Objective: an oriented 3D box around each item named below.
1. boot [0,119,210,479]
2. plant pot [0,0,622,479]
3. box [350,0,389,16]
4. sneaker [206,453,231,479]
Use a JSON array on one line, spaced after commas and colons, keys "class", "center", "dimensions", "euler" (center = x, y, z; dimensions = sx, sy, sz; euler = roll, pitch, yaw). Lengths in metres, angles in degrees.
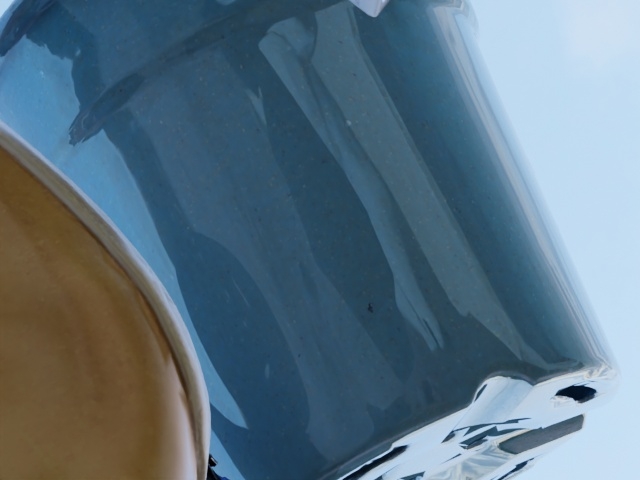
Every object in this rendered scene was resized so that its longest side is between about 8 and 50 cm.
[{"class": "boot", "center": [-0.107, 0.095, 0.341], "dimensions": [0.295, 0.104, 0.211], "euler": [54, -141, 5]}, {"class": "plant pot", "center": [0.000, 0.000, 0.973], "dimensions": [0.341, 0.341, 0.334], "euler": [-15, -115, -26]}, {"class": "box", "center": [0.016, -0.145, 0.507], "dimensions": [0.087, 0.102, 0.101], "euler": [39, -94, 2]}, {"class": "sneaker", "center": [-0.095, 0.127, 0.810], "dimensions": [0.058, 0.152, 0.084], "euler": [-62, -34, -13]}]
